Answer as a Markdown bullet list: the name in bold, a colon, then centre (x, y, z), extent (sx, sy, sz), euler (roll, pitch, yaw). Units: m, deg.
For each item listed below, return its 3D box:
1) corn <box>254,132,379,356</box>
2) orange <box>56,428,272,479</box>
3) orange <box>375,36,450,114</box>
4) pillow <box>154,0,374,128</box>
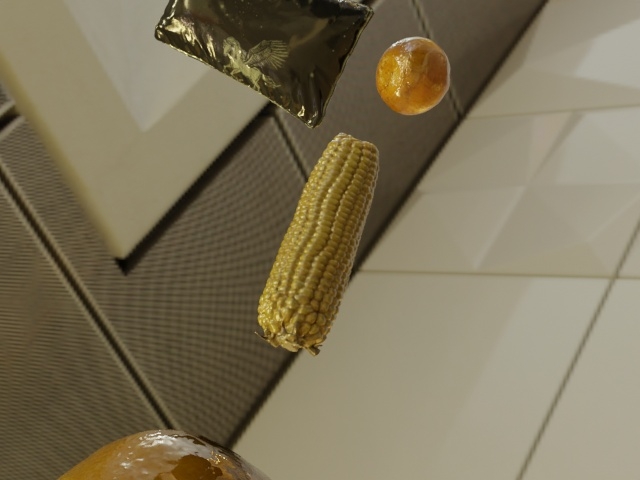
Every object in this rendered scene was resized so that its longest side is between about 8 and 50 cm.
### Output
- **corn**: centre (0.000, 0.000, 1.393), extent (0.106, 0.106, 0.305), euler (35, -113, -46)
- **orange**: centre (-0.075, 0.157, 0.552), extent (0.160, 0.170, 0.112), euler (24, -79, -18)
- **orange**: centre (0.099, -0.174, 1.114), extent (0.070, 0.083, 0.083), euler (5, -94, -35)
- **pillow**: centre (-0.064, -0.225, 1.111), extent (0.141, 0.208, 0.055), euler (-63, -4, 10)
